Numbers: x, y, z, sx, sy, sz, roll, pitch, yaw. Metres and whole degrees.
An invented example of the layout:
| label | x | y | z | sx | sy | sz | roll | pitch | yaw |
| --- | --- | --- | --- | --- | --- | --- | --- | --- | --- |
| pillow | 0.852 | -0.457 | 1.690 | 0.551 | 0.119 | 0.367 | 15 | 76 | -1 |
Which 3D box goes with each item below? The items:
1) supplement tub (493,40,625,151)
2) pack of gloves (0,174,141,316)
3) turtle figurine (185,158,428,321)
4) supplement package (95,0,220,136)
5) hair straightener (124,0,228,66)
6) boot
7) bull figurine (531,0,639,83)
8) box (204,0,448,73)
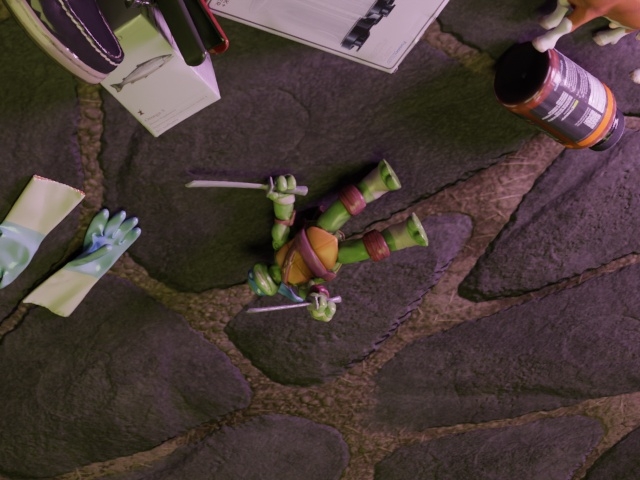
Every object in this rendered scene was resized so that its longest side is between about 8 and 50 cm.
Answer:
| label | x | y | z | sx | sy | sz | roll | pitch | yaw |
| --- | --- | --- | --- | --- | --- | --- | --- | --- | --- |
| supplement tub | 0.337 | -0.192 | 2.199 | 0.106 | 0.106 | 0.198 | -40 | 134 | 25 |
| pack of gloves | -0.378 | 0.025 | 2.251 | 0.195 | 0.046 | 0.232 | 20 | 127 | -35 |
| turtle figurine | 0.000 | 0.000 | 2.234 | 0.266 | 0.197 | 0.274 | -28 | 142 | 7 |
| supplement package | -0.220 | -0.234 | 1.969 | 0.105 | 0.105 | 0.179 | -29 | 137 | 15 |
| hair straightener | -0.194 | -0.305 | 1.852 | 0.047 | 0.089 | 0.230 | -11 | 111 | 46 |
| boot | -0.245 | -0.380 | 1.728 | 0.284 | 0.138 | 0.377 | -28 | 112 | 8 |
| bull figurine | 0.382 | -0.322 | 2.076 | 0.310 | 0.101 | 0.188 | 16 | 133 | -29 |
| box | 0.008 | -0.327 | 1.955 | 0.290 | 0.087 | 0.169 | 14 | 131 | -30 |
